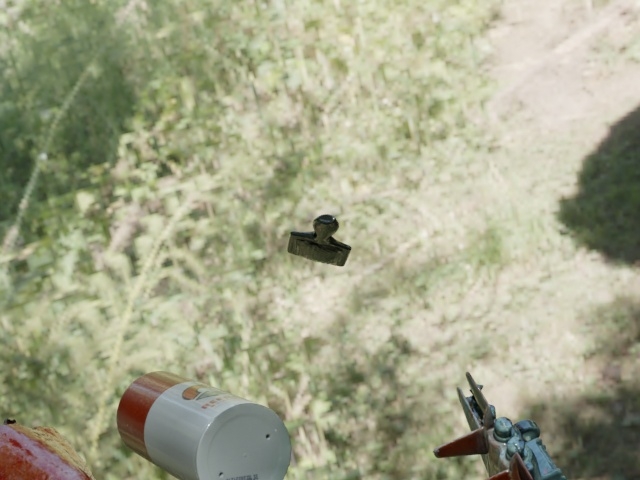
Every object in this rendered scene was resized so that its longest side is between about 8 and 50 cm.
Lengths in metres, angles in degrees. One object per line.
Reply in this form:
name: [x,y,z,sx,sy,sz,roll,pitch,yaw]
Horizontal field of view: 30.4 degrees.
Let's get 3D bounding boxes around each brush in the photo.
brush: [0.000,0.000,1.124,0.062,0.016,0.193,13,-14,0]

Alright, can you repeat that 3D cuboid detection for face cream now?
face cream: [-0.120,0.188,1.150,0.095,0.096,0.214,-25,15,-26]

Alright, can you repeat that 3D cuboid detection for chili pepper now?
chili pepper: [-0.243,0.275,1.085,0.144,0.136,0.252,-29,42,-35]

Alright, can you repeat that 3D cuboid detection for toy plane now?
toy plane: [0.208,0.270,1.197,0.104,0.326,0.223,-30,47,2]
